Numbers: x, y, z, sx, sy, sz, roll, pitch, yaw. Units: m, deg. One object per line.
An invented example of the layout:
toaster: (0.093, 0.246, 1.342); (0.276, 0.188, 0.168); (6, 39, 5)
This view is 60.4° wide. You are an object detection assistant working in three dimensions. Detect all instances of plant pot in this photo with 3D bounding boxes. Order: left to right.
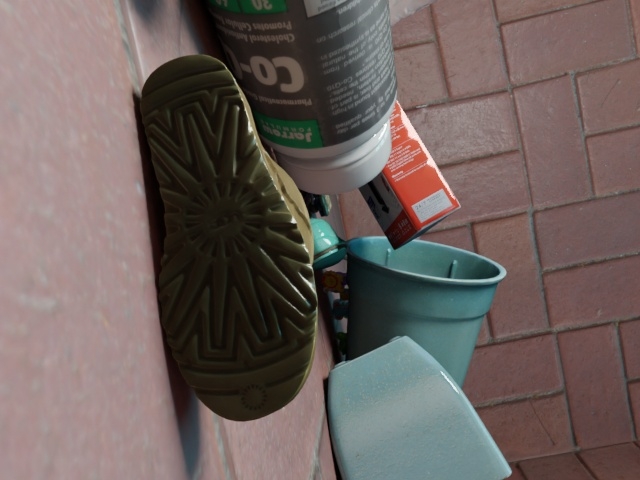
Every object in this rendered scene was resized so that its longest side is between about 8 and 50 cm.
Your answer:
plant pot: (0.137, 0.305, 0.946); (0.248, 0.247, 0.252); (57, 9, -77)
plant pot: (0.197, 0.192, 1.197); (0.341, 0.340, 0.334); (-79, 176, -77)

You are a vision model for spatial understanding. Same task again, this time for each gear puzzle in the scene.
gear puzzle: (-0.039, -0.222, 1.319); (0.175, 0.044, 0.339); (-71, 146, -77)

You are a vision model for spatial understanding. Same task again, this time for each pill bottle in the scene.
pill bottle: (-0.012, -0.233, 0.675); (0.361, 0.204, 0.204); (71, 9, -53)

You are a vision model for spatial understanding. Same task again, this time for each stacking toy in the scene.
stacking toy: (0.045, 0.136, 1.323); (0.167, 0.052, 0.221); (-72, 158, -62)

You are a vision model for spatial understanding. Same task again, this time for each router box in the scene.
router box: (0.114, -0.144, 1.025); (0.301, 0.082, 0.335); (60, -2, 6)

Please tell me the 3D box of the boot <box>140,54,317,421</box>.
boot: (-0.042, 0.010, 0.447); (0.269, 0.089, 0.236); (62, 17, -77)

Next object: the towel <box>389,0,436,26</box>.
towel: (0.041, -0.452, 0.779); (0.317, 0.331, 0.053); (63, 23, -6)

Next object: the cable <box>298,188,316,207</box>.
cable: (-0.007, -0.125, 0.897); (0.047, 0.150, 0.185); (34, 29, -25)

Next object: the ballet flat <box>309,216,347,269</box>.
ballet flat: (0.000, 0.000, 1.002); (0.247, 0.083, 0.087); (55, 9, -82)
